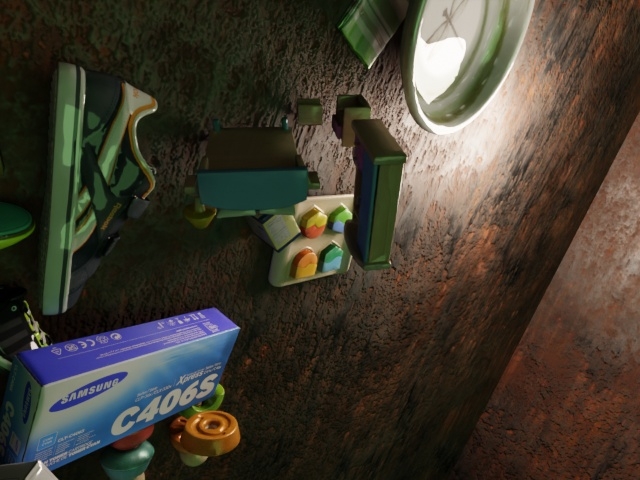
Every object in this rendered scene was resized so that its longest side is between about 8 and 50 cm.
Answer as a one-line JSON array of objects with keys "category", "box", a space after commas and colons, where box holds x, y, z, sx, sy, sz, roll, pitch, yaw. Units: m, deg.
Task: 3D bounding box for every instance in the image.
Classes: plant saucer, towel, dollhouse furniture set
[{"category": "plant saucer", "box": [0.263, -0.409, 0.874, 0.401, 0.101, 0.400, -29, 137, -31]}, {"category": "towel", "box": [0.104, -0.399, 0.810, 0.113, 0.023, 0.152, 34, 90, -47]}, {"category": "dollhouse furniture set", "box": [-0.054, -0.091, 0.736, 0.304, 0.286, 0.198, -4, 126, -9]}]

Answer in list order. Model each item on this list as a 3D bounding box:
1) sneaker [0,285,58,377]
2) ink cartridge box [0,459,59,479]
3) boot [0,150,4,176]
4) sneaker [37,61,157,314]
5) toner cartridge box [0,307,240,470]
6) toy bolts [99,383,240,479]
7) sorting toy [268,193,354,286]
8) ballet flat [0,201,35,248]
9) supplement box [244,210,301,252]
[{"category": "sneaker", "box": [-0.414, 0.114, 0.610, 0.097, 0.084, 0.234, -51, 138, -10]}, {"category": "ink cartridge box", "box": [-0.435, 0.430, 0.582, 0.310, 0.130, 0.271, -14, 117, 16]}, {"category": "boot", "box": [-0.429, -0.150, 0.444, 0.165, 0.077, 0.213, -17, 126, -31]}, {"category": "sneaker", "box": [-0.288, -0.050, 0.593, 0.128, 0.126, 0.320, 4, 110, -37]}, {"category": "toner cartridge box", "box": [-0.292, 0.219, 0.719, 0.348, 0.075, 0.165, -6, 122, -58]}, {"category": "toy bolts", "box": [-0.267, 0.383, 0.821, 0.229, 0.218, 0.158, -1, 102, -34]}, {"category": "sorting toy", "box": [0.000, 0.000, 0.948, 0.208, 0.038, 0.192, -6, 118, -40]}, {"category": "ballet flat", "box": [-0.459, -0.005, 0.516, 0.231, 0.077, 0.077, -2, 137, -38]}, {"category": "supplement box", "box": [-0.091, -0.038, 0.808, 0.056, 0.083, 0.083, -41, 136, -17]}]
